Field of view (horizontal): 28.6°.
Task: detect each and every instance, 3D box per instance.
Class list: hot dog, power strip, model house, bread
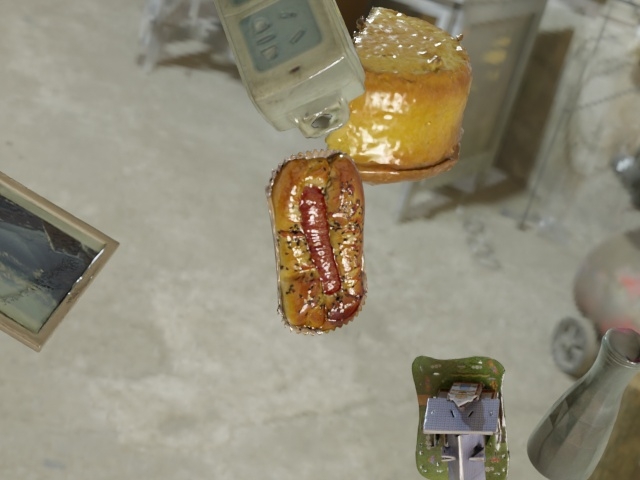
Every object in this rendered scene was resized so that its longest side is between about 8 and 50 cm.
[{"bbox_3d":[0.000,0.000,1.259,0.108,0.191,0.059,-12,19,-23],"label":"hot dog"},{"bbox_3d":[-0.041,-0.190,0.880,0.078,0.052,0.272,-25,60,9],"label":"power strip"},{"bbox_3d":[0.159,0.227,1.465,0.117,0.167,0.088,1,16,13],"label":"model house"},{"bbox_3d":[0.118,-0.197,1.741,0.179,0.194,0.340,12,27,8],"label":"bread"}]

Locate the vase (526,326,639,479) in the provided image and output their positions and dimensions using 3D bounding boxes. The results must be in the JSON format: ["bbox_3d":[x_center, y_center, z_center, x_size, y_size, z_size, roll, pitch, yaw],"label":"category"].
[{"bbox_3d":[0.317,0.190,1.466,0.086,0.214,0.086,11,42,-10],"label":"vase"}]

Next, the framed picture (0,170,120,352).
[{"bbox_3d":[-0.506,-0.001,1.915,0.335,0.022,0.247,31,48,0],"label":"framed picture"}]
